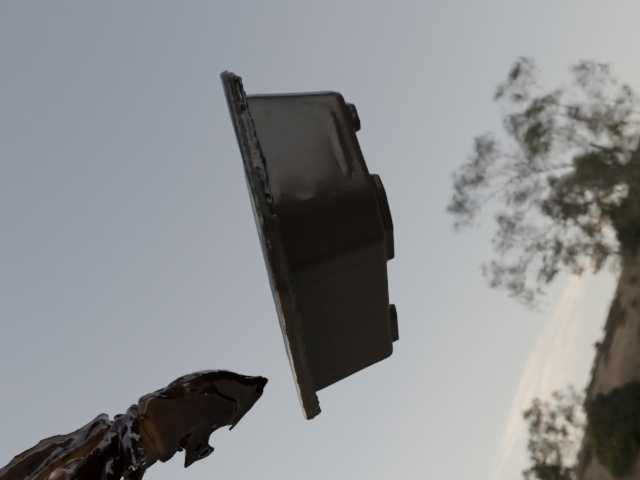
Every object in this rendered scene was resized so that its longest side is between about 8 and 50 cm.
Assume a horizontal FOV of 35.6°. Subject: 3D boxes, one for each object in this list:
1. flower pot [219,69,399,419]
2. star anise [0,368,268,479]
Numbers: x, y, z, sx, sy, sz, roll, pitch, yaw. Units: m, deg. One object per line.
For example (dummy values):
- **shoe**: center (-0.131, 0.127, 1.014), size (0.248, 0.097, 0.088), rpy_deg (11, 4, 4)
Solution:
- **flower pot**: center (0.000, 0.000, 0.686), size (0.251, 0.084, 0.179), rpy_deg (83, 173, -56)
- **star anise**: center (-0.131, 0.129, 0.561), size (0.053, 0.157, 0.212), rpy_deg (64, -158, -3)
